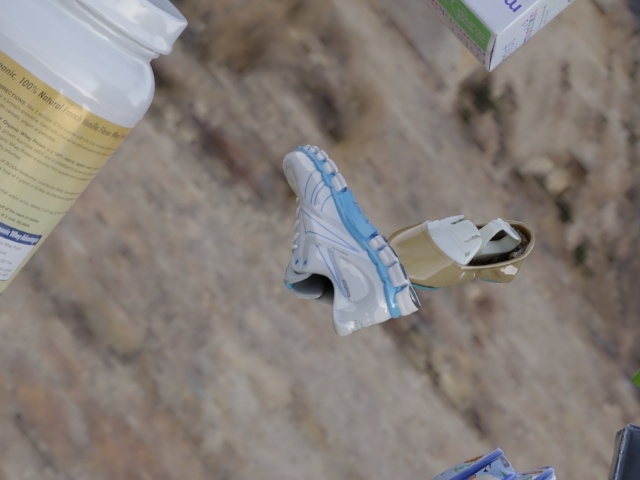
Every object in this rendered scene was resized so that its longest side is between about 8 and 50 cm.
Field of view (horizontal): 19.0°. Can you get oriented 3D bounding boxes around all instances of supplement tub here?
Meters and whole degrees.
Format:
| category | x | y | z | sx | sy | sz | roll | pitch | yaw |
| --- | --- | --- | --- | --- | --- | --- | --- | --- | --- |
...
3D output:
| category | x | y | z | sx | sy | sz | roll | pitch | yaw |
| --- | --- | --- | --- | --- | --- | --- | --- | --- | --- |
| supplement tub | -0.278 | -0.113 | 1.550 | 0.228 | 0.316 | 0.228 | 39 | 8 | -6 |

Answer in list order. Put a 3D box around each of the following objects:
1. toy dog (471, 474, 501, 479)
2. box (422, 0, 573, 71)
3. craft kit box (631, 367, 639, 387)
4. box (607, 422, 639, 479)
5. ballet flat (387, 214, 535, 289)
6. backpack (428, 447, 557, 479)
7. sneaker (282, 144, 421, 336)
| category | x | y | z | sx | sy | sz | roll | pitch | yaw |
| --- | --- | --- | --- | --- | --- | --- | --- | --- | --- |
| toy dog | 0.131 | 0.462 | 1.625 | 0.284 | 0.408 | 0.395 | 25 | -33 | 42 |
| box | 0.170 | -0.347 | 1.932 | 0.262 | 0.231 | 0.127 | 49 | -8 | 10 |
| craft kit box | 0.376 | 0.125 | 1.441 | 0.246 | 0.061 | 0.250 | 42 | -23 | 11 |
| box | 0.478 | 0.329 | 1.945 | 0.395 | 0.212 | 0.293 | 12 | -4 | 9 |
| ballet flat | 0.146 | 0.003 | 1.964 | 0.080 | 0.073 | 0.232 | 54 | 26 | 20 |
| backpack | 0.224 | 0.405 | 2.635 | 0.276 | 0.263 | 0.213 | -32 | 95 | -52 |
| sneaker | 0.000 | 0.000 | 1.490 | 0.191 | 0.083 | 0.071 | 57 | -6 | 43 |
